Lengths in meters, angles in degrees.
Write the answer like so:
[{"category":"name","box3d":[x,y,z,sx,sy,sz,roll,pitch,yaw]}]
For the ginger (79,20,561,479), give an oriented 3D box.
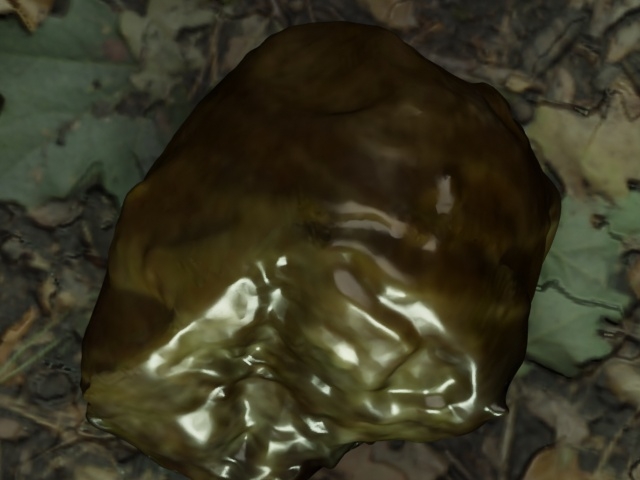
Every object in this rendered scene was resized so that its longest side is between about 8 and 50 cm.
[{"category":"ginger","box3d":[-0.003,-0.002,1.085,0.269,0.200,0.223,-16,46,30]}]
